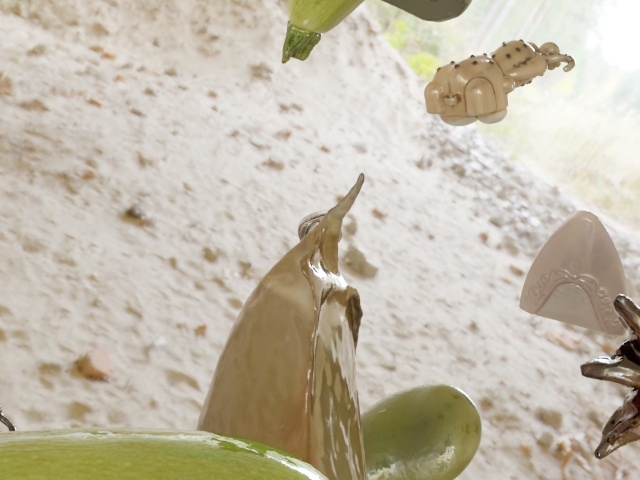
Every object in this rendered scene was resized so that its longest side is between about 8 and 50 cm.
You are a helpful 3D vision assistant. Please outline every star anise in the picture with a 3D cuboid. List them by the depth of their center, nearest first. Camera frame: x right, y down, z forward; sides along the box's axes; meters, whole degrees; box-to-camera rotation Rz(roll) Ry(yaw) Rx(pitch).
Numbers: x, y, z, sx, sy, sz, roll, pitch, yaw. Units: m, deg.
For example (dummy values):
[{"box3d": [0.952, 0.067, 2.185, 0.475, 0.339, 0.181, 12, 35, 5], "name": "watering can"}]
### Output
[{"box3d": [0.424, 0.162, 1.046, 0.272, 0.272, 0.102, 30, 7, -6], "name": "star anise"}]

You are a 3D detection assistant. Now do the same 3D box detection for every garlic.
[{"box3d": [-0.008, 0.135, 0.692, 0.151, 0.339, 0.196, 13, -15, -19], "name": "garlic"}]

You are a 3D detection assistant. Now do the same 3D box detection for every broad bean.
[{"box3d": [0.148, 0.339, 1.467, 0.121, 0.263, 0.189, 51, 19, -45], "name": "broad bean"}]

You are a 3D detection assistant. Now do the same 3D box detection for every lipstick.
[{"box3d": [0.000, 0.001, 1.234, 0.186, 0.063, 0.057, -93, 163, -79], "name": "lipstick"}]

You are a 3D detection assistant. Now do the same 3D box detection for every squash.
[{"box3d": [-0.096, 0.159, 0.433, 0.247, 0.133, 0.132, 1, 23, -11], "name": "squash"}, {"box3d": [0.014, -0.387, 1.278, 0.137, 0.287, 0.137, 33, 36, -27], "name": "squash"}]

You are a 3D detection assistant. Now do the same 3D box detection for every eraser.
[{"box3d": [0.469, 0.058, 1.611, 0.204, 0.243, 0.059, 14, 37, 26], "name": "eraser"}]

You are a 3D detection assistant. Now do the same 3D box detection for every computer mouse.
[{"box3d": [0.082, -0.300, 0.962, 0.181, 0.089, 0.056, 16, 62, -12], "name": "computer mouse"}]

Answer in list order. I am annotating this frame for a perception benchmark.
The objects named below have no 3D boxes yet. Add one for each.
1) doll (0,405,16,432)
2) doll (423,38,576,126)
[{"box3d": [-0.635, 0.315, 1.620, 0.165, 0.139, 0.057, 54, 37, 6], "name": "doll"}, {"box3d": [0.309, -0.281, 1.518, 0.278, 0.119, 0.154, -26, 25, -25], "name": "doll"}]
